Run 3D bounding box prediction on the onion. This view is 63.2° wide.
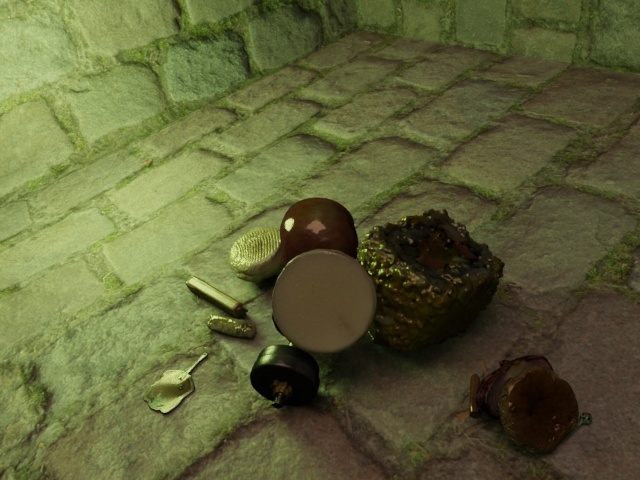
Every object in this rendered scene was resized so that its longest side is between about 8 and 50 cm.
[{"bbox_3d":[0.451,0.356,1.231,0.206,0.151,0.098,-16,-1,-19],"label":"onion"}]

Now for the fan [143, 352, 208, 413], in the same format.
[{"bbox_3d":[-0.408,0.404,1.509,0.132,0.009,0.220,20,49,35],"label":"fan"}]

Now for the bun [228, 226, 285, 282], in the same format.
[{"bbox_3d":[-0.200,0.062,1.770,0.220,0.134,0.220,-12,42,11],"label":"bun"}]

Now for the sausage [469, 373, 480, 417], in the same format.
[{"bbox_3d":[0.380,0.380,1.279,0.026,0.026,0.116,0,39,17],"label":"sausage"}]

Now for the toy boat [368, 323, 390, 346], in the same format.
[{"bbox_3d":[0.172,0.179,1.543,0.121,0.089,0.321,-12,38,-11],"label":"toy boat"}]

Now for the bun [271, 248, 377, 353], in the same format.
[{"bbox_3d":[0.017,0.148,1.322,0.263,0.263,0.175,-9,-2,6],"label":"bun"}]

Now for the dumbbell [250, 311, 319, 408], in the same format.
[{"bbox_3d":[-0.069,0.282,1.417,0.185,0.185,0.388,-1,40,16],"label":"dumbbell"}]

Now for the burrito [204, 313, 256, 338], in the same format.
[{"bbox_3d":[-0.281,0.264,1.615,0.188,0.045,0.058,6,35,27],"label":"burrito"}]

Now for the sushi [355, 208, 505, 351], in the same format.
[{"bbox_3d":[0.278,0.088,1.425,0.396,0.240,0.351,-15,45,-37],"label":"sushi"}]

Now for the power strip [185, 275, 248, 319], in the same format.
[{"bbox_3d":[-0.351,0.186,1.717,0.305,0.064,0.044,23,57,37],"label":"power strip"}]

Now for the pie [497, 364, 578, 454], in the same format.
[{"bbox_3d":[0.483,0.372,1.161,0.195,0.046,0.195,3,76,-14],"label":"pie"}]

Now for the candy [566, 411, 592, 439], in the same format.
[{"bbox_3d":[0.582,0.421,1.172,0.083,0.025,0.023,-41,17,-18],"label":"candy"}]

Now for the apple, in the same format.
[{"bbox_3d":[0.000,0.000,1.656,0.235,0.306,0.306,-8,38,10],"label":"apple"}]
